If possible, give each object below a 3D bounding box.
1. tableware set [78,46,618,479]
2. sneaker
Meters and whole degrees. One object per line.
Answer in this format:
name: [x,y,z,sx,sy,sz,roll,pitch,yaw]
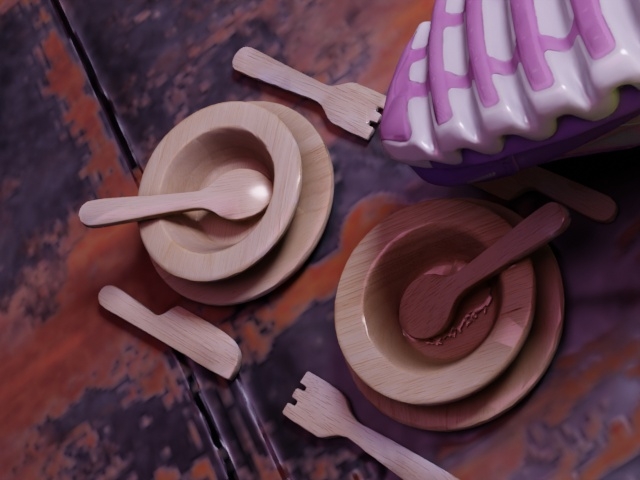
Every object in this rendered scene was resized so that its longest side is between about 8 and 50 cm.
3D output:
tableware set: [0.000,0.000,0.484,0.194,0.039,0.128,26,85,34]
sneaker: [0.130,-0.062,0.398,0.236,0.104,0.095,-22,42,30]
